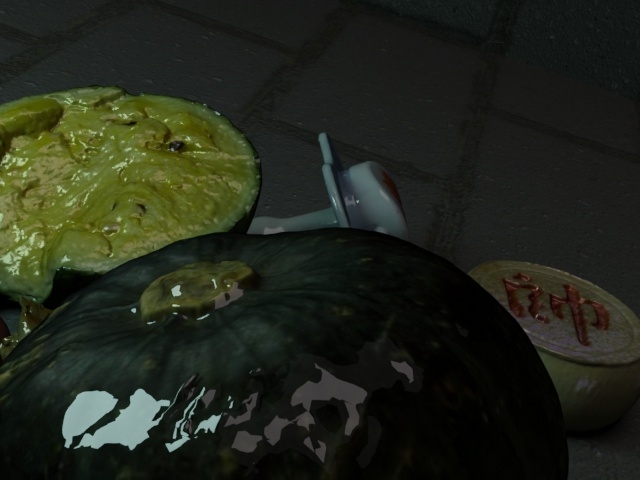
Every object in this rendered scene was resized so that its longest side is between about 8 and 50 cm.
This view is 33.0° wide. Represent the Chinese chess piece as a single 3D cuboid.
[{"bbox_3d":[0.290,0.132,1.396,0.269,0.112,0.270,14,25,-7],"label":"Chinese chess piece"}]

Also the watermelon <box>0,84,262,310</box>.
[{"bbox_3d":[-0.233,-0.023,1.173,0.330,0.189,0.331,9,40,-8],"label":"watermelon"}]

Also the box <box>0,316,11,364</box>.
[{"bbox_3d":[-0.398,0.162,0.907,0.263,0.108,0.404,14,26,-12],"label":"box"}]

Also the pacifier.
[{"bbox_3d":[0.000,0.000,1.426,0.233,0.244,0.299,-14,22,5],"label":"pacifier"}]

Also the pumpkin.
[{"bbox_3d":[-0.042,0.178,0.799,0.454,0.344,0.454,-13,16,4],"label":"pumpkin"}]

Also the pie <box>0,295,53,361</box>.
[{"bbox_3d":[-0.180,0.151,1.048,0.282,0.068,0.129,31,17,-30],"label":"pie"}]
